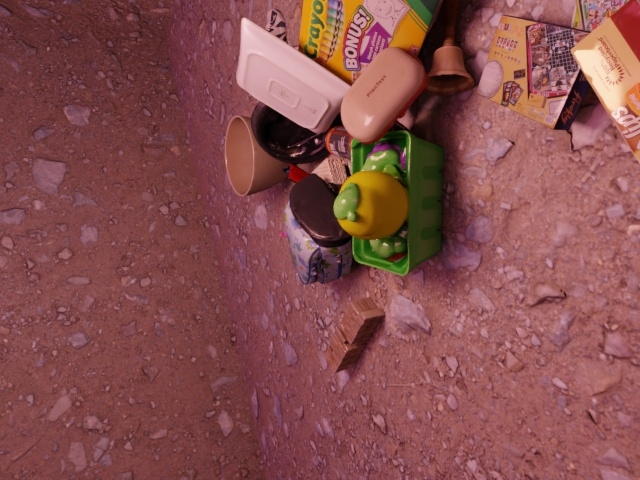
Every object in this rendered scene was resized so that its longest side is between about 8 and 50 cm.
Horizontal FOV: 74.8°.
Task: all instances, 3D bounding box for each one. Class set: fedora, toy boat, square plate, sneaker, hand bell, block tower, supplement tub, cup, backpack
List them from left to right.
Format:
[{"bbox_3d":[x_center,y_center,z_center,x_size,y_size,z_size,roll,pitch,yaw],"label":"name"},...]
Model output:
[{"bbox_3d":[-0.244,-0.363,1.800,0.331,0.237,0.331,20,114,55],"label":"cup"},{"bbox_3d":[-0.226,-0.854,1.731,0.094,0.153,0.235,-11,88,58],"label":"sneaker"},{"bbox_3d":[-0.099,-0.453,1.245,0.049,0.344,0.347,-62,10,-11],"label":"square plate"},{"bbox_3d":[-0.082,-0.442,1.536,0.334,0.334,0.152,119,166,-46],"label":"fedora"},{"bbox_3d":[0.000,0.000,1.459,0.290,0.273,0.355,56,178,30],"label":"backpack"},{"bbox_3d":[0.087,-0.325,1.385,0.198,0.106,0.106,30,122,53],"label":"supplement tub"},{"bbox_3d":[0.116,0.341,1.514,0.097,0.091,0.335,57,141,34],"label":"block tower"},{"bbox_3d":[0.163,-0.340,1.030,0.231,0.151,0.151,-47,60,19],"label":"toy boat"},{"bbox_3d":[0.214,-0.306,1.151,0.065,0.158,0.061,20,94,39],"label":"sneaker"},{"bbox_3d":[0.309,-0.489,1.004,0.126,0.126,0.242,1,86,59],"label":"hand bell"}]

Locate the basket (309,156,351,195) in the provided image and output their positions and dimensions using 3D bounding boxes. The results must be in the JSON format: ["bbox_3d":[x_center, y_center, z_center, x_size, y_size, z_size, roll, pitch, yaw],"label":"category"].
[{"bbox_3d":[0.040,-0.215,1.492,0.167,0.103,0.113,-34,67,57],"label":"basket"}]

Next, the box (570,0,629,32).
[{"bbox_3d":[0.508,-0.408,0.732,0.114,0.036,0.207,26,119,54],"label":"box"}]

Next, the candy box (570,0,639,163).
[{"bbox_3d":[0.487,-0.192,0.543,0.087,0.316,0.183,-43,61,56],"label":"candy box"}]

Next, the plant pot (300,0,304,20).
[{"bbox_3d":[0.117,-0.645,1.178,0.254,0.237,0.237,16,111,41],"label":"plant pot"}]

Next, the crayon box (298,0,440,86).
[{"bbox_3d":[0.111,-0.532,1.053,0.313,0.106,0.363,25,148,6],"label":"crayon box"}]

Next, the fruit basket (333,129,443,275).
[{"bbox_3d":[0.147,-0.095,1.093,0.283,0.392,0.392,15,110,57],"label":"fruit basket"}]

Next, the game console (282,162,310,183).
[{"bbox_3d":[-0.078,-0.228,1.631,0.085,0.144,0.124,-41,32,39],"label":"game console"}]

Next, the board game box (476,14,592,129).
[{"bbox_3d":[0.423,-0.339,0.830,0.243,0.042,0.165,-119,31,-50],"label":"board game box"}]

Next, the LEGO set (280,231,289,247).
[{"bbox_3d":[-0.107,-0.004,1.799,0.227,0.093,0.087,-11,88,59],"label":"LEGO set"}]
